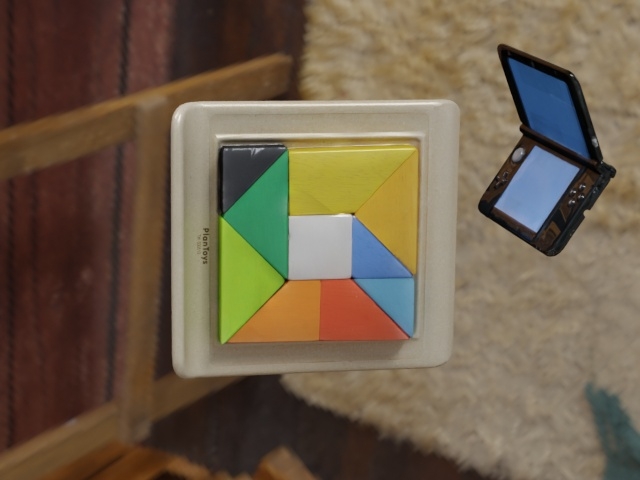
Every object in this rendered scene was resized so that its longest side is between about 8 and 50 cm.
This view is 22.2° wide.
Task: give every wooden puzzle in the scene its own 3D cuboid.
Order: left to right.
[{"bbox_3d":[0.000,0.000,1.289,0.044,0.239,0.221,-144,53,-71],"label":"wooden puzzle"}]

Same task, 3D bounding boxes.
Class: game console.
[{"bbox_3d":[0.139,-0.062,1.103,0.071,0.122,0.107,32,94,-24],"label":"game console"}]
